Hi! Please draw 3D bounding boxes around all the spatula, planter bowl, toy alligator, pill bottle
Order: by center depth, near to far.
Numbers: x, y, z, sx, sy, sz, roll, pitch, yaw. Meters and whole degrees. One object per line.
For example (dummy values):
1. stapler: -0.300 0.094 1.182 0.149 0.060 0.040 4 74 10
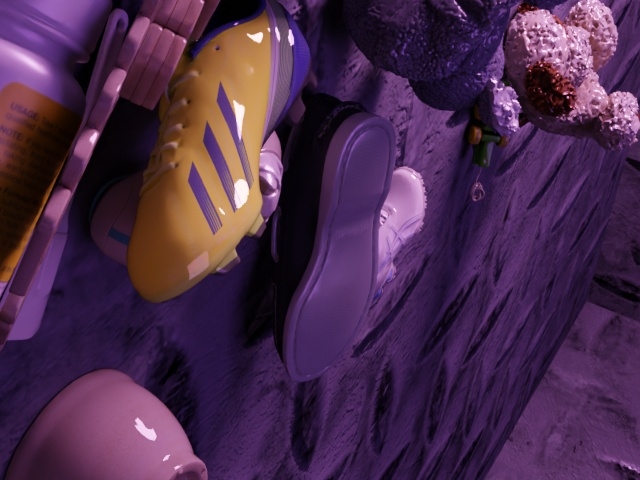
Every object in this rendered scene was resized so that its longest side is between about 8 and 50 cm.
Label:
1. pill bottle: -0.191 -0.047 0.479 0.209 0.119 0.119 -66 157 -3
2. spatula: -0.195 -0.047 0.608 0.168 0.019 0.242 8 99 -66
3. planter bowl: -0.162 0.200 0.784 0.162 0.109 0.162 -47 149 -40
4. toy alligator: 0.248 -0.155 1.452 0.051 0.056 0.190 -112 -151 -61

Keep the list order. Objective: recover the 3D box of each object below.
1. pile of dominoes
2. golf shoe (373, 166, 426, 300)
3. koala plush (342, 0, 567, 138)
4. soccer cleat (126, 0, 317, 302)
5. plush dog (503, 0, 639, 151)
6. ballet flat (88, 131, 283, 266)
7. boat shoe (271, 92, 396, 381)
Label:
1. pile of dominoes: -0.112 -0.059 0.545 0.196 0.040 0.251 -35 -146 64
2. golf shoe: 0.073 -0.010 1.176 0.086 0.069 0.176 17 94 -61
3. koala plush: 0.129 -0.208 0.981 0.203 0.196 0.221 -50 154 -12
4. soccer cleat: -0.083 -0.079 0.668 0.121 0.093 0.289 53 37 -31
5. plush dog: 0.344 -0.258 1.446 0.225 0.210 0.263 38 41 -53
6. ballet flat: -0.082 -0.033 0.783 0.248 0.086 0.086 -34 140 -53
7. boat shoe: 0.000 0.000 0.983 0.114 0.091 0.303 -6 120 -43
